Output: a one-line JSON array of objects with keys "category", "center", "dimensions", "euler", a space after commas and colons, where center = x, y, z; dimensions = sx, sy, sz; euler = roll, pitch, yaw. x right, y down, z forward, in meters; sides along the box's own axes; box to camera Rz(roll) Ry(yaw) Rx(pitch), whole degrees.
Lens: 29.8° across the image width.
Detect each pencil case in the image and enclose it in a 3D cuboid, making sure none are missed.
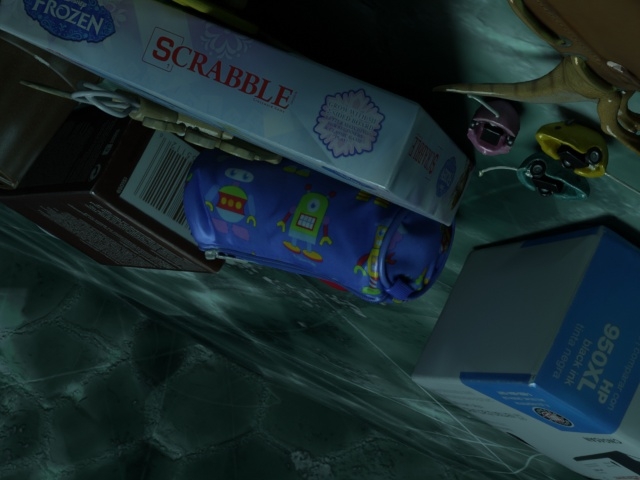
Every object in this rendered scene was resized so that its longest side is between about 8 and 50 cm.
[{"category": "pencil case", "center": [-0.013, -0.018, 1.258], "dimensions": [0.306, 0.133, 0.119], "euler": [14, 169, 37]}]

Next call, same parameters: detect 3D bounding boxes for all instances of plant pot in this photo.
[{"category": "plant pot", "center": [-0.351, -0.157, 1.324], "dimensions": [0.167, 0.165, 0.167], "euler": [26, 165, 7]}]

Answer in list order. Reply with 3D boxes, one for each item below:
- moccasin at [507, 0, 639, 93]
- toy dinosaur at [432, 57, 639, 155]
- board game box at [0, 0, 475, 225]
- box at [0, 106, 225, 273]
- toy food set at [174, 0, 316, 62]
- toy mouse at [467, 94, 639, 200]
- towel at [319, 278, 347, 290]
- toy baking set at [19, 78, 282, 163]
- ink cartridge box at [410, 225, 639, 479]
[{"category": "moccasin", "center": [0.084, -0.186, 0.555], "dimensions": [0.147, 0.139, 0.380], "euler": [-2, 158, 46]}, {"category": "toy dinosaur", "center": [0.181, -0.108, 0.797], "dimensions": [0.112, 0.064, 0.211], "euler": [49, 152, -8]}, {"category": "board game box", "center": [-0.047, -0.111, 0.971], "dimensions": [0.318, 0.066, 0.318], "euler": [24, -178, 13]}, {"category": "box", "center": [-0.252, -0.063, 1.526], "dimensions": [0.191, 0.143, 0.381], "euler": [35, 162, -27]}, {"category": "toy food set", "center": [-0.093, -0.210, 0.868], "dimensions": [0.218, 0.071, 0.128], "euler": [20, -166, -42]}, {"category": "toy mouse", "center": [0.167, -0.074, 0.956], "dimensions": [0.161, 0.031, 0.143], "euler": [31, 164, -14]}, {"category": "towel", "center": [0.000, 0.000, 1.503], "dimensions": [0.199, 0.031, 0.275], "euler": [29, 165, -10]}, {"category": "toy baking set", "center": [-0.160, -0.129, 1.205], "dimensions": [0.256, 0.030, 0.197], "euler": [19, -175, 1]}, {"category": "ink cartridge box", "center": [0.332, 0.161, 1.191], "dimensions": [0.395, 0.166, 0.285], "euler": [30, 167, -12]}]
